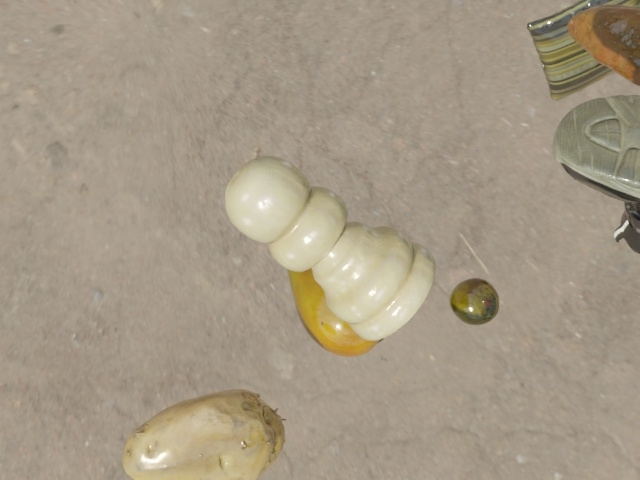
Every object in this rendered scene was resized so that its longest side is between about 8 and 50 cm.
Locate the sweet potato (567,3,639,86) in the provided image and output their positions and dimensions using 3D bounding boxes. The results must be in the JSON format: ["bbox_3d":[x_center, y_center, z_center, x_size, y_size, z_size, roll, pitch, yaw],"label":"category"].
[{"bbox_3d":[0.354,-0.182,0.937,0.097,0.251,0.097,-34,139,-36],"label":"sweet potato"}]

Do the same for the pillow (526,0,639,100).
[{"bbox_3d":[0.483,-0.351,1.661,0.208,0.052,0.212,-23,141,13],"label":"pillow"}]

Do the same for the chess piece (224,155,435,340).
[{"bbox_3d":[0.000,0.000,1.316,0.299,0.167,0.167,36,94,-21],"label":"chess piece"}]

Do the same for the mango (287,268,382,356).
[{"bbox_3d":[0.037,0.090,1.665,0.175,0.255,0.139,15,128,-32],"label":"mango"}]

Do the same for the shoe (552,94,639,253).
[{"bbox_3d":[0.214,-0.026,0.586,0.169,0.099,0.071,12,56,-6],"label":"shoe"}]

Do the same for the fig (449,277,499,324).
[{"bbox_3d":[0.234,0.094,1.468,0.074,0.088,0.074,-1,93,-25],"label":"fig"}]

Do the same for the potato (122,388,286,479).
[{"bbox_3d":[-0.160,0.293,1.373,0.234,0.128,0.161,14,98,-26],"label":"potato"}]
